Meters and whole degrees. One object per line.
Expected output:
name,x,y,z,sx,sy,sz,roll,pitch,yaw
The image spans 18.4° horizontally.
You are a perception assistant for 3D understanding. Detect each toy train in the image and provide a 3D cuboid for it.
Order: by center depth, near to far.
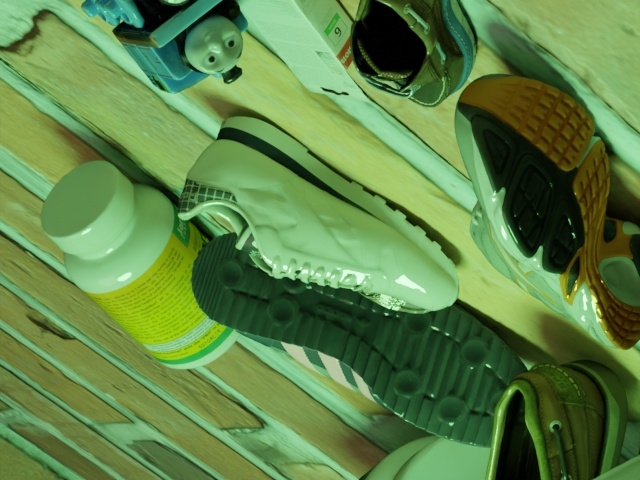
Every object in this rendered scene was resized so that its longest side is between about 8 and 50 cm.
toy train,-0.097,-0.150,1.299,0.105,0.080,0.184,51,172,-15

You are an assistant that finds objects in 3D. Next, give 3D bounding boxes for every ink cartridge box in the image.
ink cartridge box,-0.007,-0.139,1.319,0.063,0.029,0.115,14,156,42

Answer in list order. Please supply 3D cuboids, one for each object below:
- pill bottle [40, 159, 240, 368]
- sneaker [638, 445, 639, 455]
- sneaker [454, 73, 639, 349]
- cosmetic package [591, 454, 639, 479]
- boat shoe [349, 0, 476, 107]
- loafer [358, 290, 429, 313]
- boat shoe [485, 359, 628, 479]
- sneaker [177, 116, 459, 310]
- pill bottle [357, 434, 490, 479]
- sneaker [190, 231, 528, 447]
pill bottle,-0.164,0.020,1.835,0.117,0.118,0.208,13,154,44
sneaker,0.380,0.282,1.691,0.236,0.130,0.323,9,146,16
sneaker,0.133,-0.021,1.309,0.121,0.099,0.262,21,158,41
cosmetic package,0.362,0.359,1.368,0.393,0.329,0.327,21,-163,27
boat shoe,0.049,-0.126,1.206,0.066,0.066,0.183,24,160,21
loafer,0.037,0.027,1.635,0.125,0.045,0.039,30,-160,12
boat shoe,0.168,0.248,1.611,0.104,0.307,0.110,-4,-170,-42
sneaker,0.000,0.000,1.565,0.235,0.095,0.090,31,160,-5
pill bottle,0.114,0.310,2.000,0.204,0.204,0.361,32,158,-1
sneaker,0.048,0.080,1.721,0.319,0.112,0.131,28,-179,11
